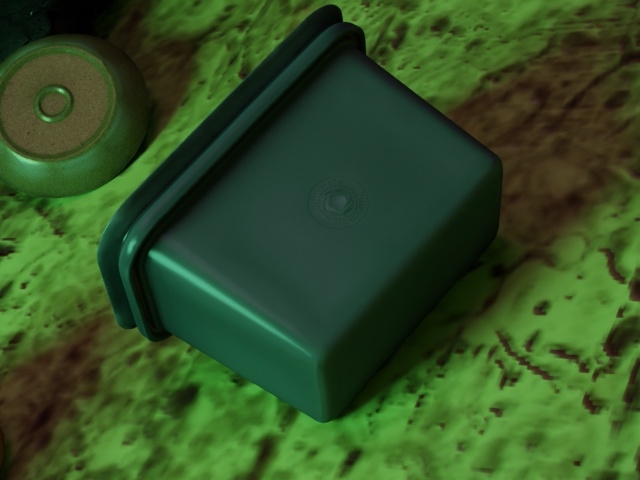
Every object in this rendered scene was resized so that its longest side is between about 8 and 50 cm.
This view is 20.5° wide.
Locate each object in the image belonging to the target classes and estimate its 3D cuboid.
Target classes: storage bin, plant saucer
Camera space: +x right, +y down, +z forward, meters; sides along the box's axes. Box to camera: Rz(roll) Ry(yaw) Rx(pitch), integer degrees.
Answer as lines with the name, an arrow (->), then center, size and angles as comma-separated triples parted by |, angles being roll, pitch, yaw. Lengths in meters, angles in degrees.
storage bin -> 0.000, 0.000, 0.651 | 0.091, 0.098, 0.135 | 35, 67, 21
plant saucer -> -0.121, -0.061, 0.818 | 0.083, 0.015, 0.083 | -3, 70, 7

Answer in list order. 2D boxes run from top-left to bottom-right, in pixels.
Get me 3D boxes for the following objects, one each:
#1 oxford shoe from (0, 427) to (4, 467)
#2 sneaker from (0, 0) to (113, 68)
oxford shoe -> -0.223, 0.136, 0.623 | 0.097, 0.098, 0.271 | 2, 47, 35
sneaker -> -0.135, -0.099, 0.882 | 0.170, 0.051, 0.089 | -44, 39, -11
